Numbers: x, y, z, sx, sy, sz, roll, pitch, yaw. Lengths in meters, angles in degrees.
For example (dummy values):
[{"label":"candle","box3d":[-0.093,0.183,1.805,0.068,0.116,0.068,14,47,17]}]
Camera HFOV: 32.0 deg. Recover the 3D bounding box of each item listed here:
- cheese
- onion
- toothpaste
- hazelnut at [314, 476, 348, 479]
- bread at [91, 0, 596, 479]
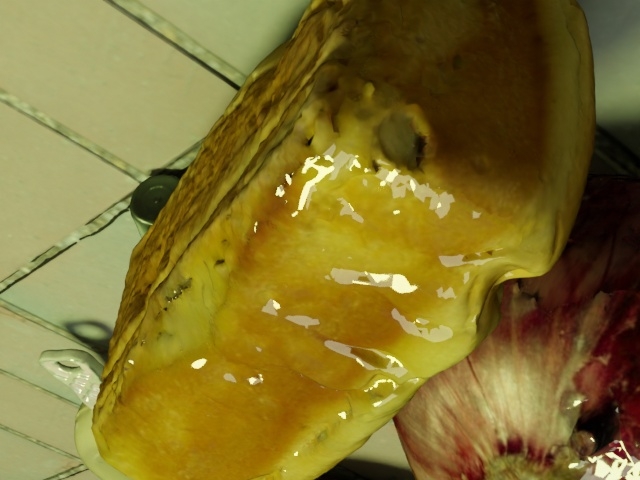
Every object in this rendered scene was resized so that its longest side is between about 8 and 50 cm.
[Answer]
[{"label":"cheese","box3d":[-0.145,0.144,0.879,0.137,0.064,0.227,-7,142,22]},{"label":"onion","box3d":[0.162,0.081,0.575,0.252,0.219,0.252,25,126,39]},{"label":"toothpaste","box3d":[-0.072,0.042,0.723,0.062,0.039,0.239,13,150,19]},{"label":"hazelnut","box3d":[0.020,0.315,0.973,0.261,0.241,0.261,32,150,21]},{"label":"bread","box3d":[0.000,0.000,0.508,0.132,0.167,0.294,31,136,-12]}]
